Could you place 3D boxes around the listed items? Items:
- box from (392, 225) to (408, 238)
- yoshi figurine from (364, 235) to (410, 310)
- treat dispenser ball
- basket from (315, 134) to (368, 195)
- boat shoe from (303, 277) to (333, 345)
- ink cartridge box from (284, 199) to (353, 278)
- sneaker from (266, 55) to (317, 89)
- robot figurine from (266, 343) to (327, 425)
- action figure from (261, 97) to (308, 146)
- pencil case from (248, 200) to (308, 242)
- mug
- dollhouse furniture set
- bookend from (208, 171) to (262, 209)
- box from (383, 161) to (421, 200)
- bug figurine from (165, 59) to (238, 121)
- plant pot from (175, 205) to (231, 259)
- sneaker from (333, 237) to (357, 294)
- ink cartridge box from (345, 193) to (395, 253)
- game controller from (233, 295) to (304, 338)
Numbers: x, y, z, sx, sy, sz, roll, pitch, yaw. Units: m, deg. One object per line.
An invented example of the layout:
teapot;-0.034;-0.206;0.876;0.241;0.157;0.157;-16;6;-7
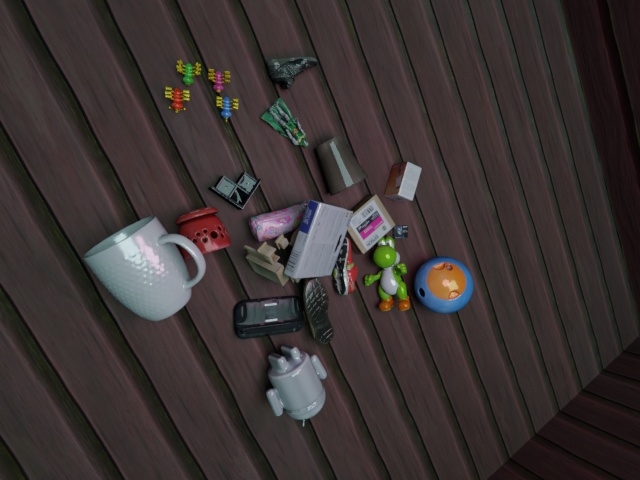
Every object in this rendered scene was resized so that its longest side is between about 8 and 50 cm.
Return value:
box;0.410;-0.043;2.099;0.083;0.018;0.067;0;93;-24
yoshi figurine;0.326;0.165;1.981;0.204;0.203;0.362;-12;95;-17
treat dispenser ball;0.618;0.223;2.061;0.288;0.288;0.288;-1;93;-24
basket;0.083;-0.350;1.867;0.204;0.154;0.226;-30;101;-21
boat shoe;-0.032;0.319;1.859;0.123;0.120;0.323;-15;105;-27
ink cartridge box;0.000;0.000;1.760;0.330;0.071;0.324;5;106;-64
sneaker;-0.114;-0.731;1.789;0.228;0.087;0.130;-16;101;-20
robot figurine;-0.101;0.633;1.802;0.300;0.200;0.353;-29;104;-29
action figure;-0.135;-0.502;1.807;0.232;0.063;0.137;45;72;-23
pencil case;-0.166;-0.086;1.777;0.284;0.124;0.124;-19;100;-20
mug;-0.591;0.102;1.478;0.374;0.276;0.328;-20;112;18
dollhouse furniture set;-0.141;-0.004;1.768;0.355;0.174;0.303;-53;149;-25
bookend;-0.355;-0.235;1.711;0.156;0.072;0.157;36;78;-21
box;0.405;-0.288;2.023;0.091;0.130;0.170;19;84;-23
bug figurine;-0.471;-0.596;1.640;0.279;0.072;0.216;5;84;-20
plant pot;-0.470;-0.031;1.611;0.191;0.191;0.174;-21;94;-22
sneaker;0.122;0.119;1.950;0.118;0.107;0.278;-6;99;-43
ink cartridge box;0.218;-0.079;1.973;0.235;0.088;0.193;-41;107;-18
game controller;-0.224;0.338;1.817;0.319;0.067;0.166;-2;79;-25
